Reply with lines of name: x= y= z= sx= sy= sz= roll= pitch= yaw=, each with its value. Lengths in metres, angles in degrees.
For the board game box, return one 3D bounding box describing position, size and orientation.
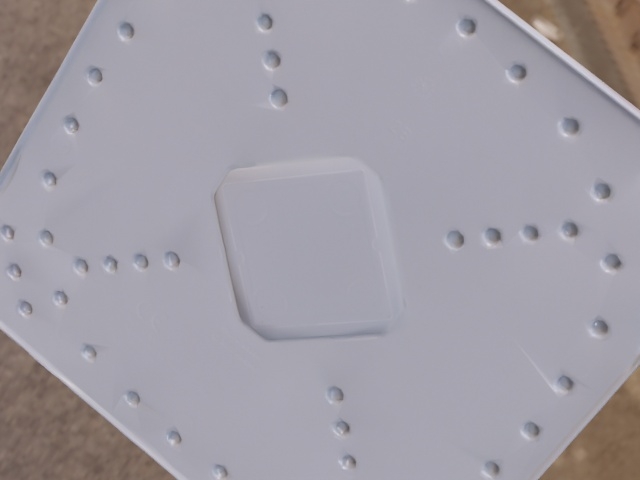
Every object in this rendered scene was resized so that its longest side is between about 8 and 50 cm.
board game box: x=0.000 y=0.000 z=0.984 sx=0.390 sy=0.390 sz=0.050 roll=39 pitch=27 yaw=7
